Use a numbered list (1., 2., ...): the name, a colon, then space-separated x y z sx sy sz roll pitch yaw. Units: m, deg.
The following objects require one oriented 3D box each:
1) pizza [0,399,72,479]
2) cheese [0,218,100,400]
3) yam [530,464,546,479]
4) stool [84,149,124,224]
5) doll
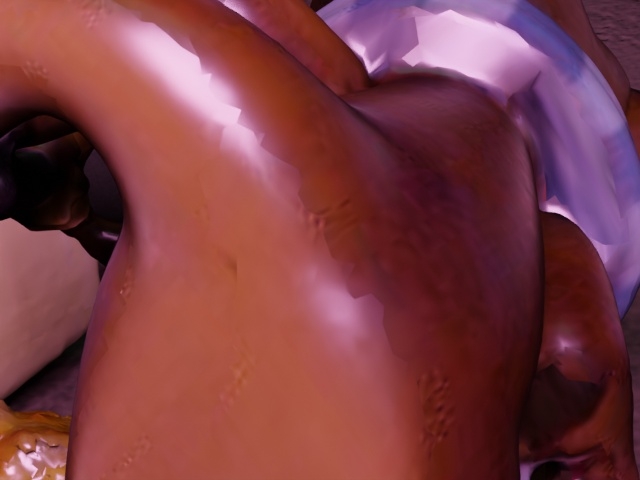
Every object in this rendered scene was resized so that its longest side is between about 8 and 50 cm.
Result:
1. pizza: -0.104 0.119 0.689 0.323 0.089 0.223 2 31 12
2. cheese: -0.272 0.031 0.841 0.242 0.124 0.265 17 34 34
3. yam: 0.074 0.085 0.732 0.083 0.083 0.371 -5 27 1
4. stool: -0.098 -0.092 1.014 0.139 0.153 0.228 -7 27 -4
5. doll: -0.002 0.004 0.638 0.318 0.209 0.340 33 28 1
